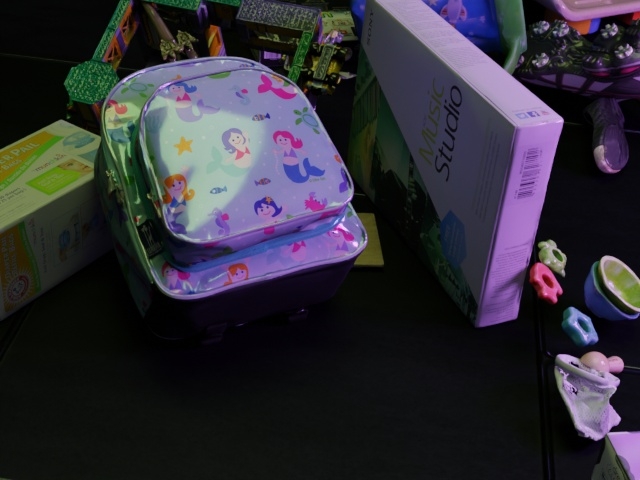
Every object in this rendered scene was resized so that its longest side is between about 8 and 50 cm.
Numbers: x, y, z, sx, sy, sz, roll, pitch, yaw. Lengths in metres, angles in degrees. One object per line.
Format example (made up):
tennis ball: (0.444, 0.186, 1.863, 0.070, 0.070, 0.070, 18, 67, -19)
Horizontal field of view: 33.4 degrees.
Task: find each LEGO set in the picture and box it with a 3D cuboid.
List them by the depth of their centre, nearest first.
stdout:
LEGO set: (-0.130, -0.176, 1.303, 0.331, 0.192, 0.255, 6, 64, 7)

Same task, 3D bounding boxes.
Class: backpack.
backpack: (-0.097, -0.058, 1.010, 0.225, 0.191, 0.253, -14, 61, -22)

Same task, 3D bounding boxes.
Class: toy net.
toy net: (0.249, 0.083, 0.992, 0.122, 0.045, 0.232, 39, 35, -12)

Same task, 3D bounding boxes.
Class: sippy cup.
sippy cup: (0.153, -0.352, 1.449, 0.224, 0.240, 0.305, -8, 45, 11)

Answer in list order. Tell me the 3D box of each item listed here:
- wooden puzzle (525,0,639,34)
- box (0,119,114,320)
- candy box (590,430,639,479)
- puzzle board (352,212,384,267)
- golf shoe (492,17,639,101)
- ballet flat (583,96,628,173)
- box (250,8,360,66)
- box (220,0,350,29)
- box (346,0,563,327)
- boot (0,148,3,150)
wooden puzzle: (0.431, -0.432, 1.786, 0.348, 0.080, 0.322, -9, 37, -27)
box: (-0.292, -0.026, 1.076, 0.114, 0.103, 0.203, 23, 38, 24)
candy box: (0.256, 0.215, 0.712, 0.165, 0.196, 0.070, -1, 35, -9)
puzzle board: (0.000, 0.000, 1.157, 0.128, 0.011, 0.096, 0, 36, -5)
golf shoe: (0.357, -0.233, 1.476, 0.273, 0.120, 0.105, 16, 64, 50)
ballet flat: (0.365, -0.131, 1.373, 0.049, 0.057, 0.173, -26, 22, 27)
box: (-0.001, -0.301, 1.571, 0.207, 0.036, 0.114, -6, 36, -15)
box: (-0.076, -0.407, 1.695, 0.270, 0.060, 0.216, -4, 36, -12)
box: (0.123, -0.096, 1.117, 0.058, 0.232, 0.322, -9, 36, -20)
boot: (-0.411, -0.051, 1.136, 0.137, 0.076, 0.198, -4, 6, 30)
